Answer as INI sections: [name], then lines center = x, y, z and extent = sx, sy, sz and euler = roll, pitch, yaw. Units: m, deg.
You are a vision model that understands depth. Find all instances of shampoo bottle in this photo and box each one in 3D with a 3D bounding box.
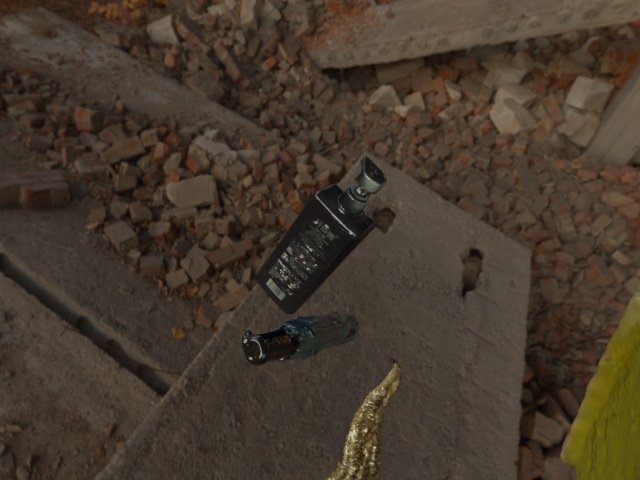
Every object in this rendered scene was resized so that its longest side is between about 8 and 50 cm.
[shampoo bottle]
center = 0.001, 0.000, 0.691
extent = 0.098, 0.309, 0.071
euler = 47, 42, 9

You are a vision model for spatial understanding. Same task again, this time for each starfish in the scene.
[starfish]
center = 0.049, 0.293, 0.450
extent = 0.293, 0.301, 0.084
euler = 42, -6, -30

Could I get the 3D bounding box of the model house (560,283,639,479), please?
[model house]
center = 0.280, 0.138, 0.335
extent = 0.175, 0.193, 0.234
euler = 11, 23, 8

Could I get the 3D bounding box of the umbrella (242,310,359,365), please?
[umbrella]
center = -0.013, 0.125, 0.568
extent = 0.053, 0.052, 0.250
euler = 9, 0, 26
